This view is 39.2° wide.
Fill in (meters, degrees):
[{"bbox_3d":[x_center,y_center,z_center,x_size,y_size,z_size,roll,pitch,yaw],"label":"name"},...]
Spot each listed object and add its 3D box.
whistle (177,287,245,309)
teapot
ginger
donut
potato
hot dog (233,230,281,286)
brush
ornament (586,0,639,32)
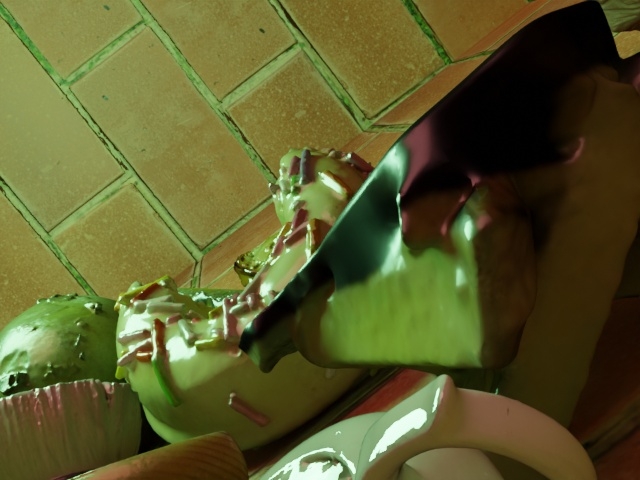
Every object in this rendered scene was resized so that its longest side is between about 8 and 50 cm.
[{"bbox_3d":[-0.103,0.092,1.211,0.326,0.057,0.068,-2,15,37],"label":"whistle"},{"bbox_3d":[0.007,0.162,0.418,0.298,0.139,0.204,-40,17,29],"label":"teapot"},{"bbox_3d":[0.135,0.022,0.651,0.413,0.211,0.358,-35,-9,-50],"label":"ginger"},{"bbox_3d":[-0.063,0.065,0.955,0.371,0.150,0.307,-39,35,5],"label":"donut"},{"bbox_3d":[-0.300,0.188,1.172,0.359,0.219,0.270,-49,-31,-75],"label":"potato"},{"bbox_3d":[0.000,0.004,1.365,0.259,0.114,0.175,-34,5,7],"label":"hot dog"},{"bbox_3d":[-0.192,0.206,0.809,0.266,0.166,0.174,-25,-24,13],"label":"brush"},{"bbox_3d":[0.497,-0.406,1.210,0.235,0.221,0.217,-13,7,-15],"label":"ornament"}]
